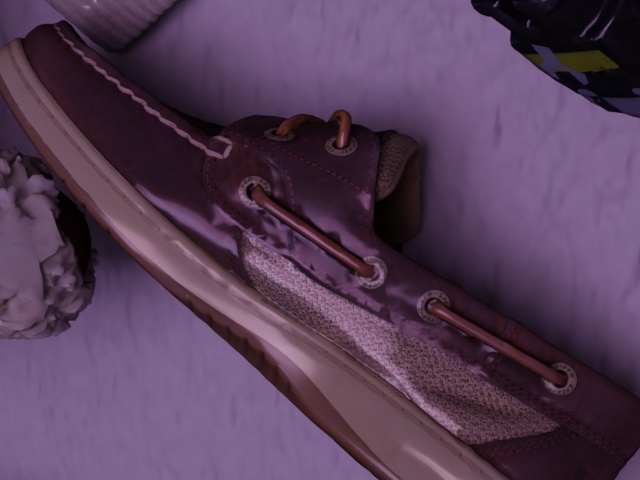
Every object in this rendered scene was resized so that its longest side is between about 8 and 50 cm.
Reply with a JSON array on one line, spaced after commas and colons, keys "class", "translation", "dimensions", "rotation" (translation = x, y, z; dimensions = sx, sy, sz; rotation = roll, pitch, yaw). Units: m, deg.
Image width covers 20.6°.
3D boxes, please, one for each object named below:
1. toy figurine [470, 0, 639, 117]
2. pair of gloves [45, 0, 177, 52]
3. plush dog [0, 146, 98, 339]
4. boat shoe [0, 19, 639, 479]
[{"class": "toy figurine", "translation": [0.158, -0.146, 0.645], "dimensions": [0.209, 0.148, 0.213], "rotation": [-43, 36, 27]}, {"class": "pair of gloves", "translation": [-0.201, -0.137, 0.835], "dimensions": [0.240, 0.042, 0.204], "rotation": [-29, 117, 26]}, {"class": "plush dog", "translation": [-0.263, -0.009, 0.818], "dimensions": [0.262, 0.225, 0.210], "rotation": [46, 74, -14]}, {"class": "boat shoe", "translation": [0.000, 0.000, 0.791], "dimensions": [0.342, 0.123, 0.123], "rotation": [41, 88, 17]}]
